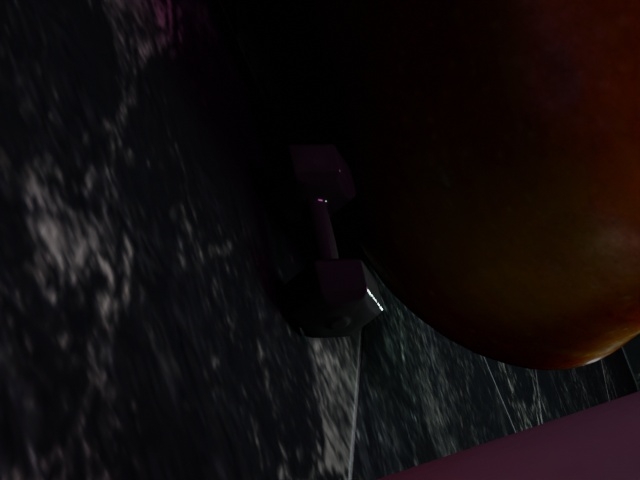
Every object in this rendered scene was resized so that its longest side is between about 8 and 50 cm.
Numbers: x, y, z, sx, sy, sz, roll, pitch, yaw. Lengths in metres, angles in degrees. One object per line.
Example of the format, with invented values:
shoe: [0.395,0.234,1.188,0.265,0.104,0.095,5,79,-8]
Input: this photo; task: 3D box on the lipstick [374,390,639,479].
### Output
lipstick: [0.105,0.066,0.401,0.087,0.327,0.087,-20,90,-80]

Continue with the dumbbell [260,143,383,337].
dumbbell: [0.000,0.000,0.772,0.040,0.036,0.083,54,19,-55]

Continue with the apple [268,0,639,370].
apple: [0.128,-0.090,0.913,0.317,0.288,0.288,57,12,-2]
